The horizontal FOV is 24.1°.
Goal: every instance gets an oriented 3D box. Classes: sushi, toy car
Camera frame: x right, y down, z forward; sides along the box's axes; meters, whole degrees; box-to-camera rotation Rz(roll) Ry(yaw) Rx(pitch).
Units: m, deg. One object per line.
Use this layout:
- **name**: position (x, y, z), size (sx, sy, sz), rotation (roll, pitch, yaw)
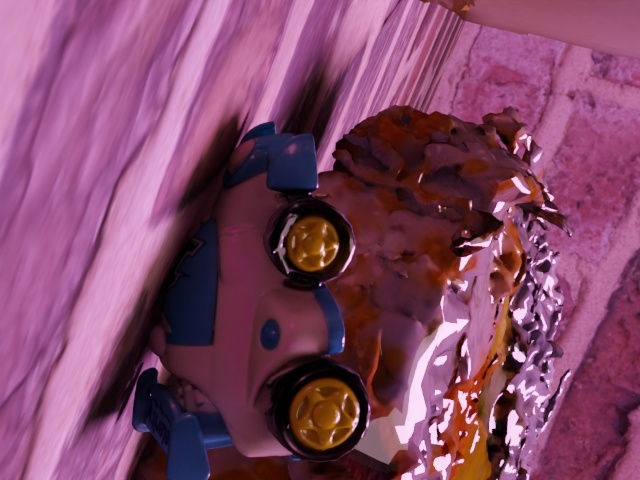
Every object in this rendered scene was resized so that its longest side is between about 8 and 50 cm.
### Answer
- **sushi**: position (0.049, 0.091, 1.024), size (0.417, 0.176, 0.417), rotation (-44, 144, -45)
- **toy car**: position (-0.041, 0.030, 0.710), size (0.126, 0.098, 0.161), rotation (-151, -127, -68)

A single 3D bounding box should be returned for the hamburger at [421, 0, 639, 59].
- **hamburger**: position (0.118, -0.213, 0.620), size (0.294, 0.179, 0.276), rotation (49, 63, -82)
